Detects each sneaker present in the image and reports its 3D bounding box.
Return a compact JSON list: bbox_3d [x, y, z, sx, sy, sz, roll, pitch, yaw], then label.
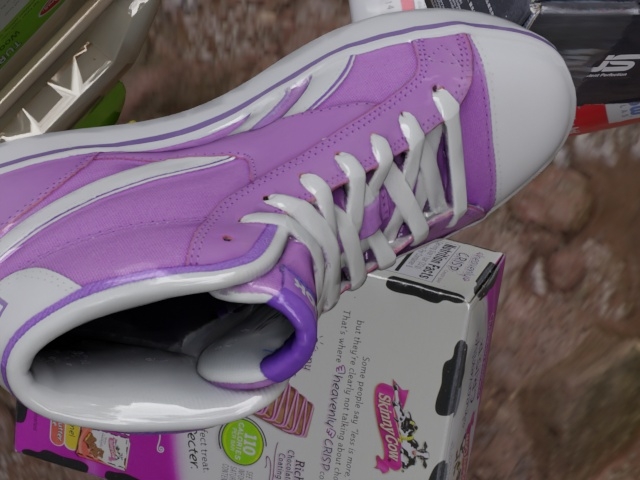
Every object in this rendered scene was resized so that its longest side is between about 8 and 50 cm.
[{"bbox_3d":[0.000,0.001,0.742,0.282,0.161,0.102,-21,118,-18],"label":"sneaker"}]

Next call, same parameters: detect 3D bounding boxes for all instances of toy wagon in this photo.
[{"bbox_3d":[-0.176,-0.099,1.097,0.068,0.344,0.267,42,85,15],"label":"toy wagon"}]

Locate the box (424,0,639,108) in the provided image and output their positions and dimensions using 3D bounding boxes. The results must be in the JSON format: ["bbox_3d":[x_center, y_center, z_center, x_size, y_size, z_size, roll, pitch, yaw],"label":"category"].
[{"bbox_3d":[0.167,-0.261,1.103,0.318,0.097,0.395,-4,61,-26],"label":"box"}]

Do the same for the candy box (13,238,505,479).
[{"bbox_3d":[-0.035,0.059,1.003,0.233,0.071,0.159,16,116,15],"label":"candy box"}]

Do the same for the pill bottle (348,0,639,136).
[{"bbox_3d":[0.247,-0.219,1.983,0.407,0.229,0.229,-11,75,10],"label":"pill bottle"}]
